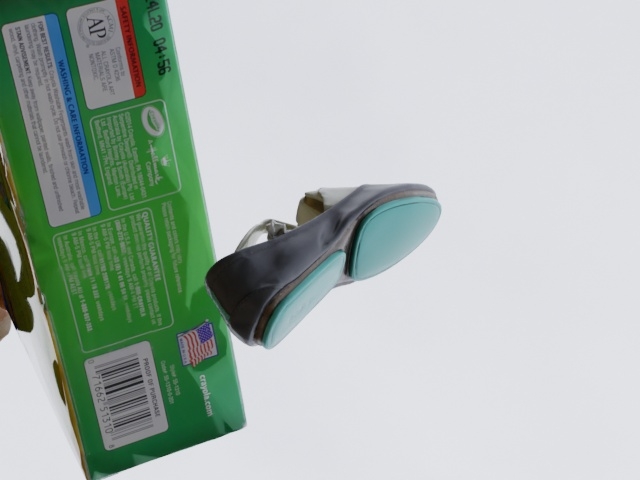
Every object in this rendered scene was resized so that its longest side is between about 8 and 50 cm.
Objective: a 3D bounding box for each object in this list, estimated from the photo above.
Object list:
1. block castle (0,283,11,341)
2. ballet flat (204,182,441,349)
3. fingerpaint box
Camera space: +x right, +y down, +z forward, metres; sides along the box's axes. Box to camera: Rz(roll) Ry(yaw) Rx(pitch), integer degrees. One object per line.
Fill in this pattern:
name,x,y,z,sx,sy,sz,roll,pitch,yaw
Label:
block castle,-0.457,-0.117,1.473,0.303,0.453,0.213,-48,-148,8
ballet flat,0.000,0.000,0.860,0.074,0.203,0.074,19,-56,31
fingerpaint box,-0.228,-0.072,1.237,0.371,0.163,0.444,-137,-146,-58
